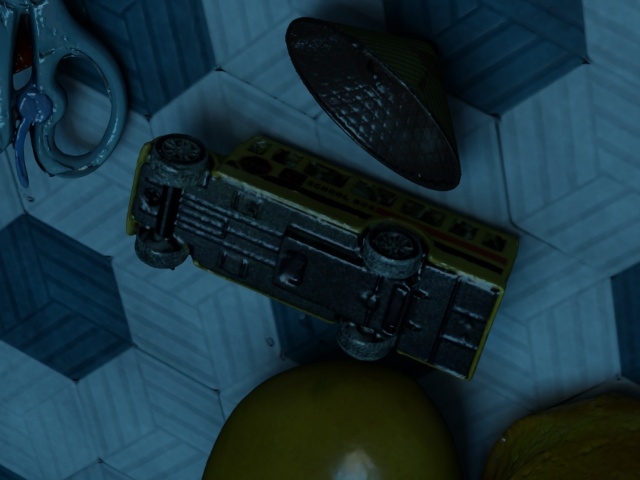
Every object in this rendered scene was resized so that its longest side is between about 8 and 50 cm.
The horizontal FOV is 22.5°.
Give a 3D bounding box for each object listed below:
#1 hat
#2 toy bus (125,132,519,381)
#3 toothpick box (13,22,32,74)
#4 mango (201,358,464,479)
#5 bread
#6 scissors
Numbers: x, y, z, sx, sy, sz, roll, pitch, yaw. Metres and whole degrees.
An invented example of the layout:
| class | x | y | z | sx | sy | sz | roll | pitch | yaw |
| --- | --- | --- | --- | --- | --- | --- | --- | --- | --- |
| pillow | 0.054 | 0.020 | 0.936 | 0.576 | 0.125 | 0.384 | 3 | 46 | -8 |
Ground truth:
| class | x | y | z | sx | sy | sz | roll | pitch | yaw |
| --- | --- | --- | --- | --- | --- | --- | --- | --- | --- |
| hat | 0.066 | -0.134 | 1.325 | 0.193 | 0.082 | 0.193 | 40 | 165 | 13 |
| toy bus | 0.000 | 0.000 | 1.406 | 0.336 | 0.123 | 0.121 | 23 | 128 | 10 |
| toothpick box | -0.290 | -0.194 | 1.462 | 0.047 | 0.047 | 0.083 | -11 | 114 | 29 |
| mango | 0.013 | 0.303 | 1.519 | 0.300 | 0.232 | 0.445 | 32 | 130 | 33 |
| bread | 0.278 | 0.286 | 1.432 | 0.312 | 0.172 | 0.312 | 10 | 122 | 17 |
| scissors | -0.251 | -0.222 | 1.400 | 0.180 | 0.032 | 0.392 | 0 | 118 | -13 |
